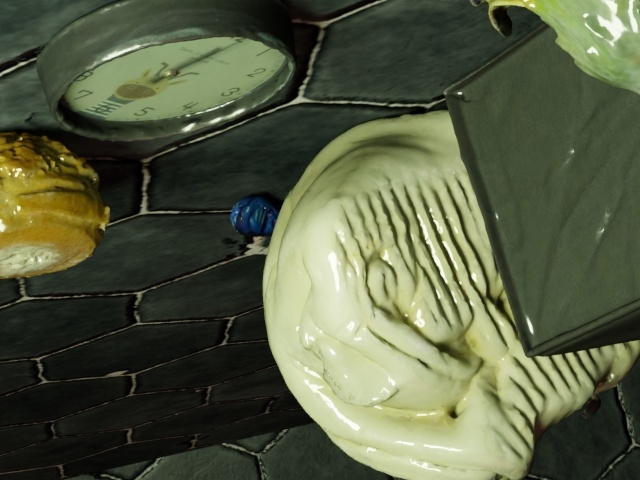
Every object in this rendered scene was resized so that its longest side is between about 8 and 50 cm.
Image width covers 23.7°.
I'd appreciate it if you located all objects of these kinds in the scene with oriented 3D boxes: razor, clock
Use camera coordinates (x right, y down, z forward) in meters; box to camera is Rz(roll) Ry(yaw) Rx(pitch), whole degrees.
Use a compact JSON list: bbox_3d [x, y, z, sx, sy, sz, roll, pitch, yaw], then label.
[{"bbox_3d":[-0.010,-0.003,1.581,0.056,0.093,0.324,18,180,32],"label":"razor"},{"bbox_3d":[-0.105,-0.120,1.069,0.185,0.040,0.184,-13,166,-3],"label":"clock"}]

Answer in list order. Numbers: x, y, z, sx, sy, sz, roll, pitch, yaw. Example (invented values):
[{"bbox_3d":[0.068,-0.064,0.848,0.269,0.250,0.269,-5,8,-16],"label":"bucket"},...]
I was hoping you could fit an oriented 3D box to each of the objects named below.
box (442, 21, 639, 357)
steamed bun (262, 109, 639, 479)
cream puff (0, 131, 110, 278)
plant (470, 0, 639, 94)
[{"bbox_3d":[0.296,-0.077,1.204,0.204,0.251,0.345,-3,161,-35],"label":"box"},{"bbox_3d":[0.101,0.068,1.388,0.394,0.346,0.237,17,156,-30],"label":"steamed bun"},{"bbox_3d":[-0.235,-0.030,1.159,0.144,0.103,0.126,-3,156,-37],"label":"cream puff"},{"bbox_3d":[0.181,-0.151,0.933,0.306,0.297,0.261,-17,-164,-27],"label":"plant"}]
